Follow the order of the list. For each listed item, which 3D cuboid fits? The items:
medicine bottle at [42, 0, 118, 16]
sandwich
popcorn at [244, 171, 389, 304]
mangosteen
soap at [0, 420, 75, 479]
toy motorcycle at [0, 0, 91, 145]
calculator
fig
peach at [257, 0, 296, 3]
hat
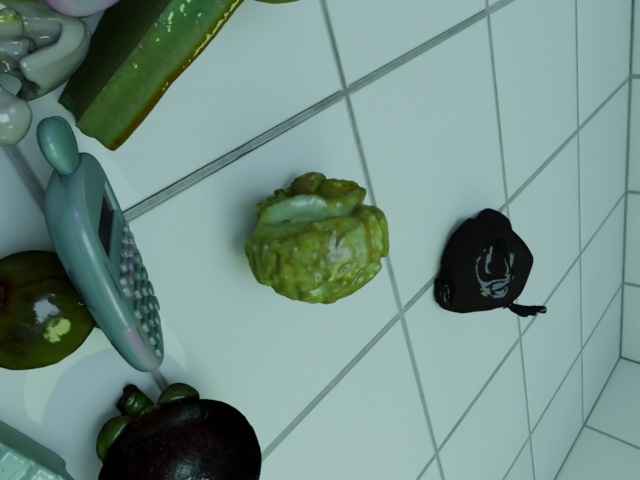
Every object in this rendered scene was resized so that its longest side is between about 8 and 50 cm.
[{"bbox_3d":[-0.247,-0.323,0.333,0.290,0.178,0.178,39,71,-14],"label":"medicine bottle"},{"bbox_3d":[-0.165,-0.187,0.474,0.063,0.245,0.212,29,80,-41],"label":"sandwich"},{"bbox_3d":[0.000,0.000,0.726,0.221,0.204,0.184,-29,121,-53],"label":"popcorn"},{"bbox_3d":[-0.190,0.299,0.622,0.216,0.216,0.216,-13,110,-42],"label":"mangosteen"},{"bbox_3d":[-0.403,0.316,0.482,0.265,0.087,0.160,-51,130,-23],"label":"soap"},{"bbox_3d":[-0.328,-0.176,0.389,0.340,0.108,0.223,-19,90,-36],"label":"toy motorcycle"},{"bbox_3d":[-0.227,0.013,0.516,0.041,0.185,0.299,-18,124,-10],"label":"calculator"},{"bbox_3d":[-0.275,0.088,0.551,0.124,0.124,0.236,-65,157,-10],"label":"fig"},{"bbox_3d":[-0.057,-0.427,0.489,0.315,0.281,0.314,25,104,-33],"label":"peach"},{"bbox_3d":[0.444,0.052,1.166,0.336,0.209,0.238,-33,119,-36],"label":"hat"}]
